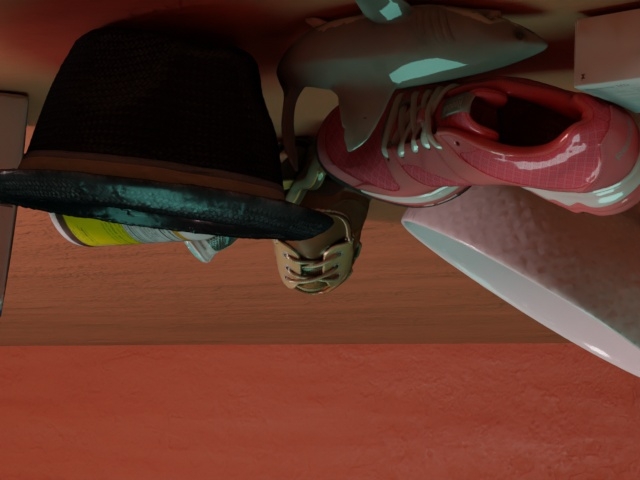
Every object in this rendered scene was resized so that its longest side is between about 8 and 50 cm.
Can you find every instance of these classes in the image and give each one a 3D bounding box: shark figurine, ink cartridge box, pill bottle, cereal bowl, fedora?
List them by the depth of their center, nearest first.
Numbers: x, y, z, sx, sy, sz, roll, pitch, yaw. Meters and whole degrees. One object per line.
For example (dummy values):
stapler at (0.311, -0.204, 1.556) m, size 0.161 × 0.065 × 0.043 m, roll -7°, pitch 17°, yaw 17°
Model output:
shark figurine at (0.021, -0.119, 1.325) m, size 0.166 × 0.116 × 0.278 m, roll 13°, pitch 164°, yaw -39°
fedora at (-0.136, -0.091, 1.388) m, size 0.334 × 0.153 × 0.334 m, roll 7°, pitch 177°, yaw 0°
ink cartridge box at (-0.340, -0.034, 1.654) m, size 0.085 × 0.203 × 0.148 m, roll 7°, pitch 169°, yaw -10°
pill bottle at (-0.168, -0.056, 1.722) m, size 0.215 × 0.117 × 0.117 m, roll -4°, pitch 168°, yaw 32°
cereal bowl at (0.258, 0.009, 1.738) m, size 0.339 × 0.141 × 0.339 m, roll 31°, pitch 176°, yaw 2°

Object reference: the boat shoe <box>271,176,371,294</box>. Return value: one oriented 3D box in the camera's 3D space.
boat shoe at (0.000, 0.000, 1.985) m, size 0.122 × 0.120 × 0.324 m, roll 2°, pitch 170°, yaw 4°

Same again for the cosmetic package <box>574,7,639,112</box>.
cosmetic package at (0.313, -0.144, 1.233) m, size 0.239 × 0.060 × 0.099 m, roll -5°, pitch 170°, yaw 39°

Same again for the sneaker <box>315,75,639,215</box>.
sneaker at (0.121, -0.100, 1.408) m, size 0.313 × 0.116 × 0.136 m, roll 3°, pitch 163°, yaw 31°

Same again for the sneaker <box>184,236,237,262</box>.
sneaker at (-0.090, -0.038, 1.811) m, size 0.076 × 0.166 × 0.065 m, roll -29°, pitch 111°, yaw 26°

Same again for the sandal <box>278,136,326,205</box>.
sandal at (-0.030, -0.075, 1.732) m, size 0.049 × 0.072 × 0.180 m, roll 21°, pitch 164°, yaw -13°
